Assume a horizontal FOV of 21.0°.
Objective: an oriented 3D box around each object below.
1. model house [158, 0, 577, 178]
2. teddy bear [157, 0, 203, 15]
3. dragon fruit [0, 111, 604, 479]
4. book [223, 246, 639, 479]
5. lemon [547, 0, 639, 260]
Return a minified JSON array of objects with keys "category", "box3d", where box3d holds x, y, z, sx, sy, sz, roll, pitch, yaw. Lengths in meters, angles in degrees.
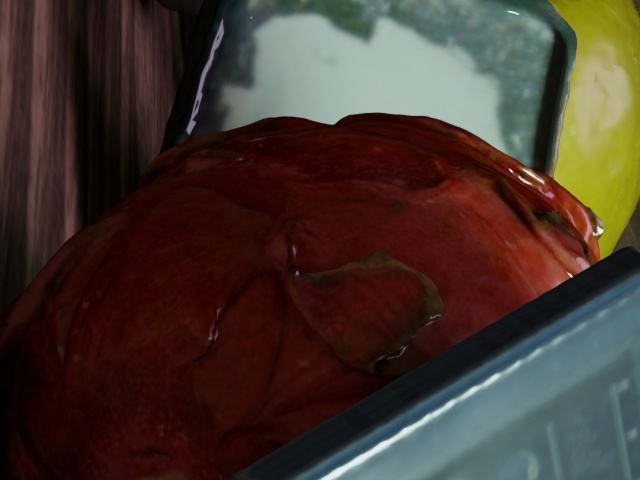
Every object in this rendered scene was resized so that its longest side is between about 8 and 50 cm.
[{"category":"model house","box3d":[0.000,0.000,0.946,0.301,0.190,0.271,178,-77,-85]},{"category":"teddy bear","box3d":[-0.044,-0.264,1.076,0.236,0.151,0.267,81,5,-47]},{"category":"dragon fruit","box3d":[0.002,0.064,0.634,0.252,0.241,0.241,-79,161,-75]},{"category":"book","box3d":[0.008,0.140,0.501,0.025,0.269,0.191,31,-39,51]},{"category":"lemon","box3d":[0.075,-0.078,1.239,0.348,0.348,0.348,-7,90,-86]}]
